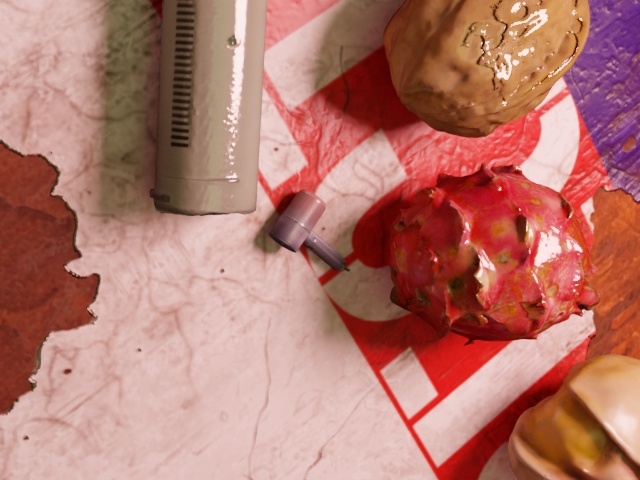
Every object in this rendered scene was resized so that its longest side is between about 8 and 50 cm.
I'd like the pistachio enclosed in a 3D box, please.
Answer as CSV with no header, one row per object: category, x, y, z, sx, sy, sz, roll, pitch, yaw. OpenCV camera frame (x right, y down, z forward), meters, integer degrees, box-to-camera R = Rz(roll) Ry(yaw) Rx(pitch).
pistachio,0.375,0.266,1.308,0.308,0.230,0.230,28,85,-32

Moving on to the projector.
projector,-0.107,-0.195,1.063,0.108,0.108,0.338,0,98,-26

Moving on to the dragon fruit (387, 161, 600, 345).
dragon fruit,0.206,0.021,1.199,0.268,0.205,0.210,18,83,-25

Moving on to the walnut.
walnut,0.179,-0.219,1.157,0.245,0.198,0.198,-46,115,-10

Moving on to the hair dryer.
hair dryer,0.000,0.000,1.191,0.114,0.037,0.063,42,78,-33
